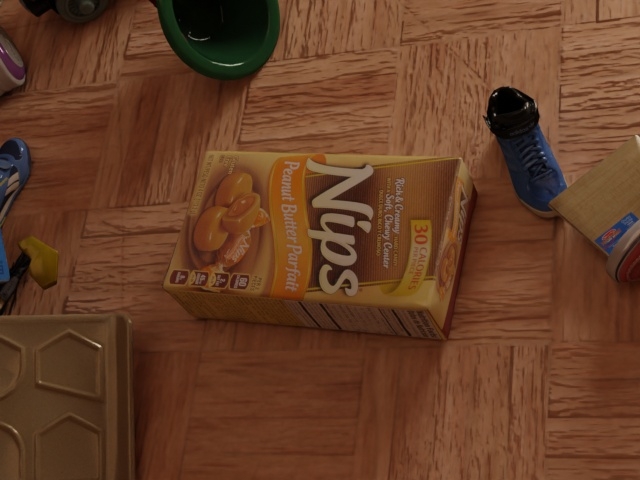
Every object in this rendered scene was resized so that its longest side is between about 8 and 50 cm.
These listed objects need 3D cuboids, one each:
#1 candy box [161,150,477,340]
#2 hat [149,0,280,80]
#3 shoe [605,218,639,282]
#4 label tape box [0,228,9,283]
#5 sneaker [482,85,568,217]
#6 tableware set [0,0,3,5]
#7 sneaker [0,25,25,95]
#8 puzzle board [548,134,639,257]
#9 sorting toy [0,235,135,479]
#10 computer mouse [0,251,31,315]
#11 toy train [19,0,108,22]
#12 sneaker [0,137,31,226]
[{"bbox_3d":[0.000,0.000,1.308,0.316,0.087,0.183,3,64,25],"label":"candy box"},{"bbox_3d":[-0.175,-0.300,1.557,0.173,0.208,0.183,-18,6,-31],"label":"hat"},{"bbox_3d":[0.374,-0.001,1.163,0.178,0.063,0.081,-35,50,-3],"label":"shoe"},{"bbox_3d":[-0.582,0.043,1.405,0.333,0.240,0.106,-15,84,23],"label":"label tape box"},{"bbox_3d":[0.220,-0.100,1.272,0.058,0.084,0.152,-22,57,11],"label":"sneaker"},{"bbox_3d":[-0.548,-0.364,1.775,0.128,0.039,0.194,36,80,34],"label":"tableware set"},{"bbox_3d":[-0.546,-0.310,1.673,0.152,0.114,0.305,-36,70,8],"label":"sneaker"},{"bbox_3d":[0.318,-0.044,1.231,0.128,0.011,0.096,-37,61,-11],"label":"puzzle board"},{"bbox_3d":[-0.324,0.142,1.322,0.229,0.041,0.307,-2,74,-7],"label":"sorting toy"},{"bbox_3d":[-0.455,0.029,1.518,0.193,0.042,0.106,19,76,24],"label":"computer mouse"},{"bbox_3d":[-0.295,-0.441,1.618,0.334,0.190,0.142,-31,55,4],"label":"toy train"},{"bbox_3d":[-0.429,-0.078,1.553,0.053,0.059,0.144,5,64,28],"label":"sneaker"}]
